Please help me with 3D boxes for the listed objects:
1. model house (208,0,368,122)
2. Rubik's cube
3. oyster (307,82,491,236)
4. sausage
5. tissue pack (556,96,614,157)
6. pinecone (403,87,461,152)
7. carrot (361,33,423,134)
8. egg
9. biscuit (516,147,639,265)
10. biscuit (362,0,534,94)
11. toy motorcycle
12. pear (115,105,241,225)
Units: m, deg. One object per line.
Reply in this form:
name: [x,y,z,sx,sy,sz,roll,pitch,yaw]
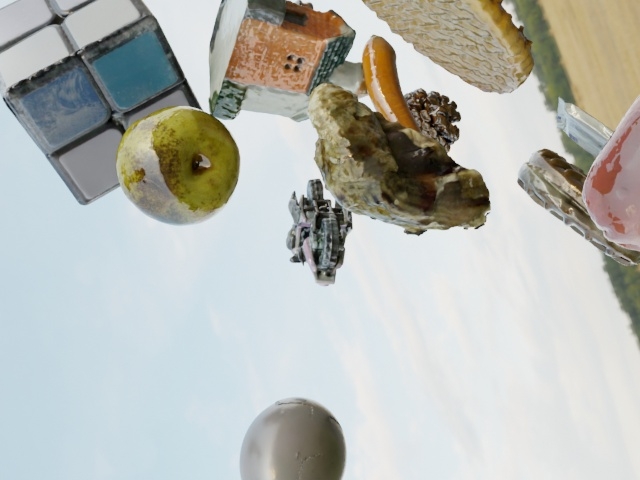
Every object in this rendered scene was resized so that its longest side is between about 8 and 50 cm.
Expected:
model house: [-0.034,-0.330,1.490,0.301,0.271,0.190,12,-133,-15]
Rubik's cube: [-0.449,-0.319,1.686,0.313,0.316,0.318,53,169,41]
oyster: [0.108,-0.109,1.178,0.094,0.294,0.166,106,-177,-74]
sausage: [0.471,-0.117,1.152,0.152,0.279,0.152,22,-149,-14]
tissue pack: [0.494,-0.171,1.490,0.193,0.026,0.122,41,176,22]
pinecone: [0.222,-0.243,1.781,0.173,0.174,0.173,54,-156,-38]
carrot: [0.118,-0.218,1.368,0.066,0.062,0.271,17,-128,-54]
egg: [-0.037,0.298,1.156,0.146,0.146,0.198,62,-167,-19]
biscuit: [0.551,-0.071,1.748,0.332,0.103,0.332,32,-162,-11]
biscuit: [0.087,-0.219,0.746,0.254,0.035,0.254,40,180,0]
toy motorcycle: [0.000,0.000,1.773,0.327,0.143,0.188,-106,20,-65]
pear: [-0.232,-0.120,1.364,0.197,0.197,0.197,54,-156,-38]
